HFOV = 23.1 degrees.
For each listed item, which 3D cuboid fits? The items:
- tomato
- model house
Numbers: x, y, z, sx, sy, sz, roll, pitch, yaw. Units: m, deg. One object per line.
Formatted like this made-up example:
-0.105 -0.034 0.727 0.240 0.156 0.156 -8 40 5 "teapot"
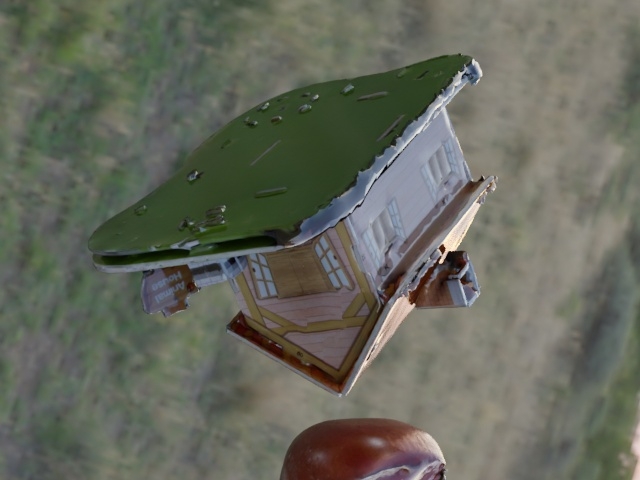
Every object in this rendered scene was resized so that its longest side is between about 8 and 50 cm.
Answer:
0.027 0.190 1.303 0.091 0.139 0.159 66 -29 27 "tomato"
0.001 -0.001 1.090 0.294 0.207 0.154 -46 120 -51 "model house"
